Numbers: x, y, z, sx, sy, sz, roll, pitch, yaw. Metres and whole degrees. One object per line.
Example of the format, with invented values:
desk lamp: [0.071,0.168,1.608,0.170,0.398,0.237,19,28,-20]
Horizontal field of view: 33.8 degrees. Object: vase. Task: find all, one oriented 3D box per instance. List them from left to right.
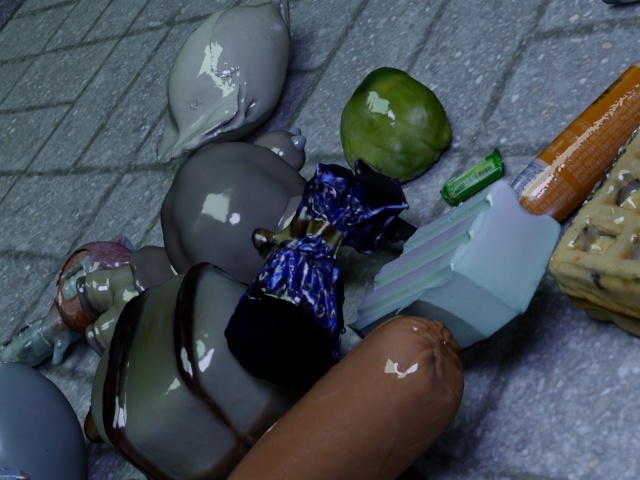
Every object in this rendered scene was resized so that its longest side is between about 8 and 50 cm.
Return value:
vase: [0.103,-0.002,1.242,0.059,0.059,0.167,-50,34,-9]

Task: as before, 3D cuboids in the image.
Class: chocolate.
chocolate: [-0.140,0.145,1.190,0.284,0.186,0.283,-35,25,20]
chocolate: [0.001,0.000,1.149,0.148,0.126,0.343,13,42,12]

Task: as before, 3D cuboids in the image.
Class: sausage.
sausage: [0.020,0.195,1.010,0.304,0.121,0.121,-48,30,25]
sausage: [0.282,-0.090,1.139,0.234,0.071,0.071,-44,34,0]

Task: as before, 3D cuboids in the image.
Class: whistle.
whistle: [-0.363,0.102,1.569,0.346,0.134,0.142,-33,71,30]

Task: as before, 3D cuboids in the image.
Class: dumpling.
dumpling: [-0.171,-0.260,1.715,0.260,0.181,0.341,-26,59,41]

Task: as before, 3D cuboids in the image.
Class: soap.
soap: [0.129,0.047,1.072,0.145,0.091,0.230,-58,9,-24]

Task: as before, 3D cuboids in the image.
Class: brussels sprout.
brussels sprout: [0.085,-0.154,1.368,0.149,0.122,0.151,-51,35,-14]

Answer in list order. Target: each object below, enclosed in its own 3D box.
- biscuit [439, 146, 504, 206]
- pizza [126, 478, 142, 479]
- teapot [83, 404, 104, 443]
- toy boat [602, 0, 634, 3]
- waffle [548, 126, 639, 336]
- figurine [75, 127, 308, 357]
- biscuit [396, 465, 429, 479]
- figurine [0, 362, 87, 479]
biscuit: [0.184,-0.073,1.271,0.089,0.016,0.046,-34,33,15]
pizza: [-0.207,0.413,1.068,0.257,0.087,0.268,-65,27,9]
teapot: [-0.242,0.228,1.349,0.129,0.078,0.098,-31,-8,21]
toy boat: [0.437,-0.353,1.274,0.208,0.079,0.134,-25,29,44]
waffle: [0.410,-0.010,0.885,0.261,0.114,0.376,-51,34,-15]
figurine: [-0.155,0.012,1.371,0.381,0.203,0.248,-35,38,16]
biscuit: [0.073,0.321,0.951,0.183,0.043,0.280,-20,43,27]
figurine: [-0.436,0.336,1.365,0.382,0.205,0.224,-52,32,25]
